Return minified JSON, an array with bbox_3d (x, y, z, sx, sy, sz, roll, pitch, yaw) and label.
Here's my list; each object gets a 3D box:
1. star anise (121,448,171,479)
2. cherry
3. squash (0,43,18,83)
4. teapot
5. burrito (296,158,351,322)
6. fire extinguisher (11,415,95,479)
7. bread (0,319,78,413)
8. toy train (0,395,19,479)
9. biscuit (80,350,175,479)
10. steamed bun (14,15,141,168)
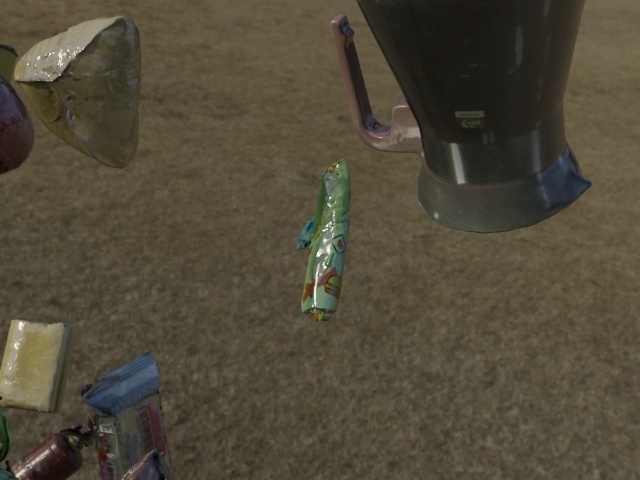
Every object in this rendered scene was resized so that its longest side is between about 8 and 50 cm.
[{"bbox_3d":[-0.225,0.408,1.074,0.093,0.229,0.236,-6,69,-22],"label":"star anise"},{"bbox_3d":[-0.644,-0.230,1.484,0.175,0.249,0.192,10,45,21],"label":"cherry"},{"bbox_3d":[-0.777,-0.380,1.707,0.220,0.133,0.220,16,1,0],"label":"squash"},{"bbox_3d":[0.155,-0.203,0.875,0.300,0.343,0.253,8,39,31],"label":"teapot"},{"bbox_3d":[0.000,0.000,1.336,0.104,0.287,0.054,-5,-20,43],"label":"burrito"},{"bbox_3d":[-0.639,0.520,1.792,0.106,0.337,0.147,47,-9,19],"label":"fire extinguisher"},{"bbox_3d":[-0.564,0.248,1.562,0.140,0.178,0.060,4,-16,3],"label":"bread"},{"bbox_3d":[-0.441,0.233,0.800,0.272,0.188,0.159,23,21,4],"label":"toy train"},{"bbox_3d":[-0.354,0.384,1.482,0.079,0.308,0.186,2,13,31],"label":"biscuit"},{"bbox_3d":[-0.379,-0.228,1.200,0.213,0.231,0.110,12,19,24],"label":"steamed bun"}]
